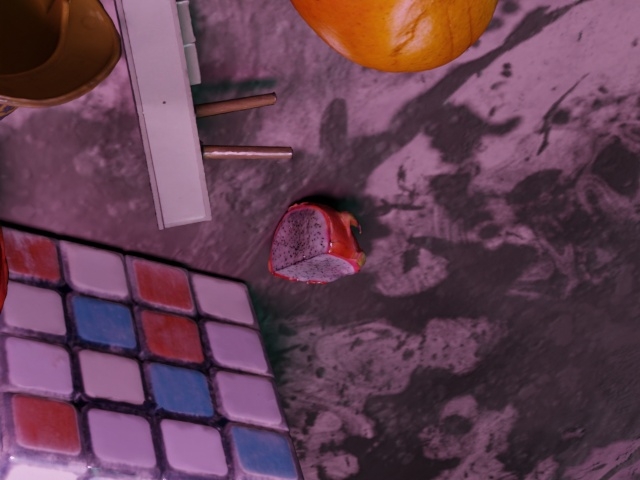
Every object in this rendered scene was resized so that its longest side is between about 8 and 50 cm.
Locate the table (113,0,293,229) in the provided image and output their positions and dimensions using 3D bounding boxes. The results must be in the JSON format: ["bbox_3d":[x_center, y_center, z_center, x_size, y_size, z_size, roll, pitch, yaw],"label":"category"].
[{"bbox_3d":[-0.088,-0.142,1.247,0.111,0.121,0.240,-12,135,-5],"label":"table"}]

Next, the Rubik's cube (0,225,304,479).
[{"bbox_3d":[-0.195,0.177,1.427,0.253,0.259,0.256,15,127,-26],"label":"Rubik's cube"}]

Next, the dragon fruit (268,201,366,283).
[{"bbox_3d":[0.000,0.000,1.457,0.056,0.060,0.083,14,154,-36],"label":"dragon fruit"}]

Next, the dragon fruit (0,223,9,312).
[{"bbox_3d":[-0.342,0.012,1.242,0.241,0.252,0.241,-22,172,-3],"label":"dragon fruit"}]

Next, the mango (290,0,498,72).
[{"bbox_3d":[0.053,-0.208,1.211,0.187,0.138,0.257,-48,150,-27],"label":"mango"}]

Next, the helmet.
[{"bbox_3d":[-0.273,-0.136,1.127,0.257,0.205,0.140,41,126,2],"label":"helmet"}]
